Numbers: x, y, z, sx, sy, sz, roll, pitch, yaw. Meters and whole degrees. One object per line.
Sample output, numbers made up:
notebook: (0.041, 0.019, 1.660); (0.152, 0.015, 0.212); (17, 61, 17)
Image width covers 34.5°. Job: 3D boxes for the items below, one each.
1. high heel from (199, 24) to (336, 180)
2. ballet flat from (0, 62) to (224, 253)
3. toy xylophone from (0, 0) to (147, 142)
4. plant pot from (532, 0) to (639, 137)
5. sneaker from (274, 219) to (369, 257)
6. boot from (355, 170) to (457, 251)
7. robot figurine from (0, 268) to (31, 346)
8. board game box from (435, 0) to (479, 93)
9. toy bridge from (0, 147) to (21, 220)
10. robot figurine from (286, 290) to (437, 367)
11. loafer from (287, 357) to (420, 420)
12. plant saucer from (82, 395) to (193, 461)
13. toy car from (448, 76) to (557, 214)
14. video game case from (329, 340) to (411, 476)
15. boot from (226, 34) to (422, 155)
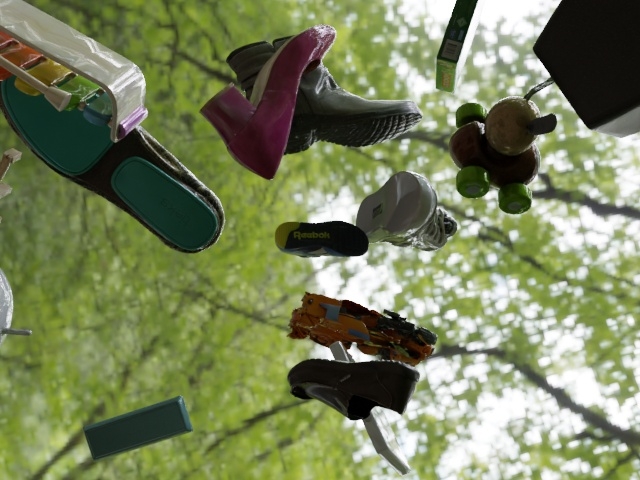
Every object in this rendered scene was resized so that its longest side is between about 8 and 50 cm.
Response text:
high heel: (-0.032, -0.174, 1.260); (0.117, 0.244, 0.082); (48, -42, -3)
ballet flat: (-0.366, -0.158, 1.790); (0.483, 0.164, 0.182); (41, 8, -27)
toy xylophone: (-0.411, -0.255, 1.502); (0.323, 0.236, 0.081); (33, -62, 6)
plant pot: (0.368, -0.224, 1.218); (0.167, 0.188, 0.187); (-40, -111, 29)
sneaker: (0.000, 0.000, 1.535); (0.059, 0.144, 0.053); (127, -32, -70)
boot: (0.147, -0.038, 1.508); (0.258, 0.123, 0.095); (164, -66, -73)
robot figurine: (-0.536, 0.055, 1.301); (0.353, 0.300, 0.200); (38, 8, 7)
board game box: (0.303, -0.477, 2.091); (0.213, 0.046, 0.317); (49, 60, -80)
toy bridge: (-0.655, -0.097, 2.093); (0.026, 0.063, 0.188); (31, -60, 7)
robot figurine: (0.086, 0.189, 2.052); (0.211, 0.291, 0.085); (122, -14, -68)
loafer: (0.036, 0.211, 1.444); (0.220, 0.080, 0.078); (-9, -118, 42)
plant saucer: (-0.322, 0.332, 1.808); (0.018, 0.192, 0.067); (-7, 78, -82)
toy car: (0.295, -0.159, 1.531); (0.188, 0.149, 0.155); (-46, -147, 49)
video game case: (0.089, 0.300, 1.816); (0.206, 0.026, 0.227); (65, 4, 27)
boot: (0.007, -0.208, 1.377); (0.083, 0.246, 0.161); (121, -42, -66)
